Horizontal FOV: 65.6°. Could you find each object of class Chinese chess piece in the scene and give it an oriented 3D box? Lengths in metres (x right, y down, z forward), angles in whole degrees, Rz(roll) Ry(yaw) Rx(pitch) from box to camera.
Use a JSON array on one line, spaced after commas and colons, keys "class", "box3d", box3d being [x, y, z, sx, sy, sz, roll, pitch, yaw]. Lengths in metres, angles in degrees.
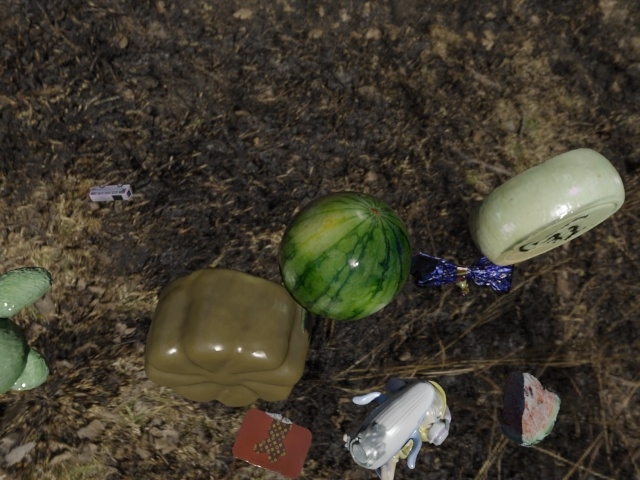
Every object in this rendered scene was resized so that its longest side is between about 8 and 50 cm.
[{"class": "Chinese chess piece", "box3d": [0.381, -0.050, 0.851, 0.250, 0.250, 0.101, -11, 66, -31]}]

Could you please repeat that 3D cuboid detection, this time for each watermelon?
[{"class": "watermelon", "box3d": [0.030, 0.029, 0.725, 0.188, 0.214, 0.188, 17, 46, -18]}, {"class": "watermelon", "box3d": [0.410, 0.325, 1.005, 0.187, 0.071, 0.139, -18, 94, -42]}]

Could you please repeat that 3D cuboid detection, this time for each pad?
[{"class": "pad", "box3d": [-0.172, 0.736, 1.805, 0.267, 0.004, 0.181, 25, 65, -9]}]

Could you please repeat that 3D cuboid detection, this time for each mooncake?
[{"class": "mooncake", "box3d": [-0.209, 0.240, 1.130, 0.378, 0.378, 0.200, 24, 49, -21]}]

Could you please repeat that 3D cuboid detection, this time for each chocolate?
[{"class": "chocolate", "box3d": [0.414, 0.100, 1.510, 0.343, 0.126, 0.148, 0, 68, 11]}]

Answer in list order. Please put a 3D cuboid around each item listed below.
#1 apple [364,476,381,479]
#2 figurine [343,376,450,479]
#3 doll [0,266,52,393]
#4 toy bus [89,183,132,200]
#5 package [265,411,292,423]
[{"class": "apple", "box3d": [0.146, 0.704, 1.255, 0.188, 0.174, 0.188, 9, 49, -11]}, {"class": "figurine", "box3d": [0.116, 0.293, 0.775, 0.184, 0.208, 0.128, -9, 46, -46]}, {"class": "doll", "box3d": [-0.244, 0.039, 0.330, 0.115, 0.077, 0.150, -8, 85, -38]}, {"class": "toy bus", "box3d": [-0.697, -0.158, 1.651, 0.131, 0.037, 0.052, -2, 50, 1]}, {"class": "package", "box3d": [-0.112, 0.480, 1.345, 0.110, 0.037, 0.015, 56, 41, -52]}]
